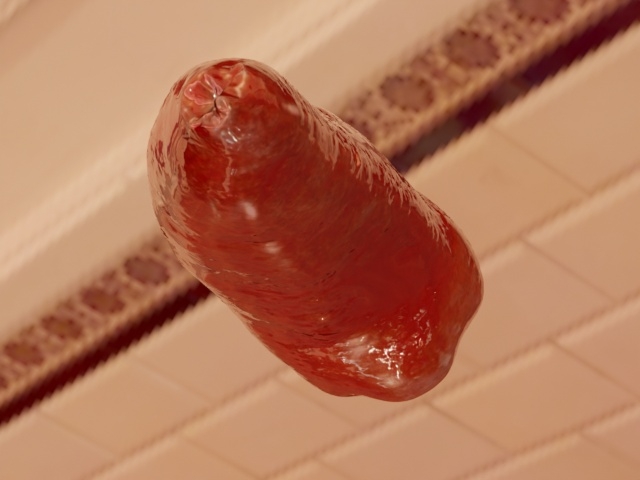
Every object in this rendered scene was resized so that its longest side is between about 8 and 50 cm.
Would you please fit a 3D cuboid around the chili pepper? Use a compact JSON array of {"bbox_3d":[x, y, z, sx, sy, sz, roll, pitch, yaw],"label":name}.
[{"bbox_3d":[0.000,0.000,0.552,0.071,0.272,0.063,-6,72,14],"label":"chili pepper"}]
